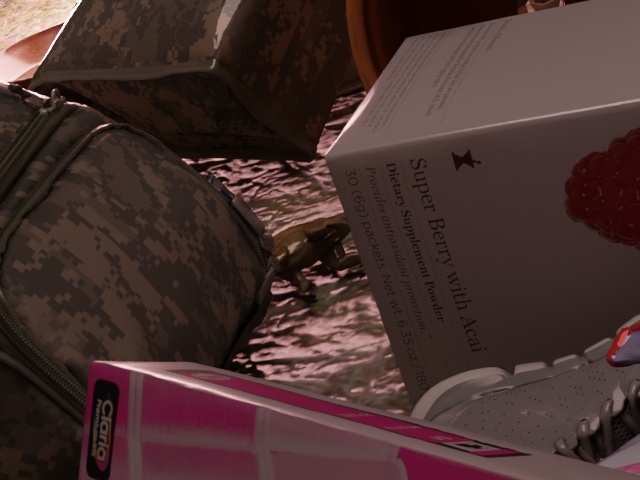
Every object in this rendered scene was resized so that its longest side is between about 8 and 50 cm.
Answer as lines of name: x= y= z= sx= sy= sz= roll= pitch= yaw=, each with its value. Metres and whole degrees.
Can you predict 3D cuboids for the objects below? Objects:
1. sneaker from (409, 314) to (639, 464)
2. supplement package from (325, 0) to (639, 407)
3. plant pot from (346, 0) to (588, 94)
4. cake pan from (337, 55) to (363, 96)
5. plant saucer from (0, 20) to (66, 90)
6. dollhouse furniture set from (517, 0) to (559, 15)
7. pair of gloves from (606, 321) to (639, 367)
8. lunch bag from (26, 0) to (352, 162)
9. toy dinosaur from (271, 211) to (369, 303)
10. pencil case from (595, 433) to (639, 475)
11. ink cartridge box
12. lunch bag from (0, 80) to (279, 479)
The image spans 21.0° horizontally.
sneaker: x=0.147 y=0.104 z=0.835 sx=0.229 sy=0.086 sz=0.132 roll=-23 pitch=25 yaw=20
supplement package: x=0.183 y=-0.032 z=0.971 sx=0.293 sy=0.177 sz=0.175 roll=-10 pitch=24 yaw=24
plant pot: x=0.161 y=-0.165 z=1.197 sx=0.291 sy=0.291 sz=0.203 roll=-19 pitch=7 yaw=2
cake pan: x=-0.004 y=-0.205 z=1.672 sx=0.293 sy=0.054 sz=0.293 roll=-16 pitch=23 yaw=7
plant saucer: x=-0.280 y=-0.201 z=1.908 sx=0.199 sy=0.036 sz=0.198 roll=-17 pitch=22 yaw=7
dollhouse furniture set: x=0.187 y=-0.214 z=1.500 sx=0.091 sy=0.081 sz=0.114 roll=-29 pitch=24 yaw=-20
pair of gloves: x=0.224 y=0.010 z=0.757 sx=0.198 sy=0.023 sz=0.159 roll=-29 pitch=7 yaw=-23
lunch bag: x=-0.109 y=-0.198 z=1.498 sx=0.287 sy=0.169 sz=0.235 roll=3 pitch=65 yaw=41
toy dinosaur: x=0.000 y=0.000 z=1.207 sx=0.183 sy=0.053 sz=0.093 roll=-30 pitch=23 yaw=-23
pencil case: x=0.198 y=0.101 z=0.728 sx=0.273 sy=0.113 sz=0.124 roll=-29 pitch=-15 yaw=-27
ink cartridge box: x=0.026 y=0.159 z=0.670 sx=0.069 sy=0.175 sz=0.371 roll=5 pitch=3 yaw=-44
lunch bag: x=-0.178 y=0.053 z=1.034 sx=0.256 sy=0.212 sz=0.305 roll=22 pitch=31 yaw=1
